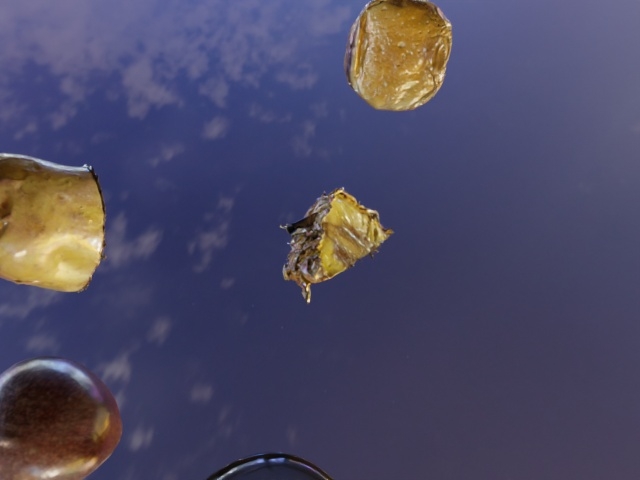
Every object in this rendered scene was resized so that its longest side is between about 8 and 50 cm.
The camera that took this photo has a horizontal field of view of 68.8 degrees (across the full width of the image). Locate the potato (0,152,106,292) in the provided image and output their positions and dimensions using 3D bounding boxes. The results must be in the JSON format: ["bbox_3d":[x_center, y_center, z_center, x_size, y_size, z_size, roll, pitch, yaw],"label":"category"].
[{"bbox_3d":[-0.627,-0.032,0.966,0.237,0.301,0.288,-4,-122,-57],"label":"potato"}]

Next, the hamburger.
[{"bbox_3d":[0.169,-0.412,1.022,0.245,0.244,0.163,23,-147,9],"label":"hamburger"}]

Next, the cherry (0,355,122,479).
[{"bbox_3d":[-0.350,0.237,0.591,0.176,0.140,0.176,-5,-123,7],"label":"cherry"}]

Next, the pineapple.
[{"bbox_3d":[-0.002,-0.005,0.921,0.334,0.161,0.158,-39,-72,-51],"label":"pineapple"}]

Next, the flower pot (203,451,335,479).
[{"bbox_3d":[-0.059,0.386,0.543,0.269,0.166,0.268,4,-119,-7],"label":"flower pot"}]
